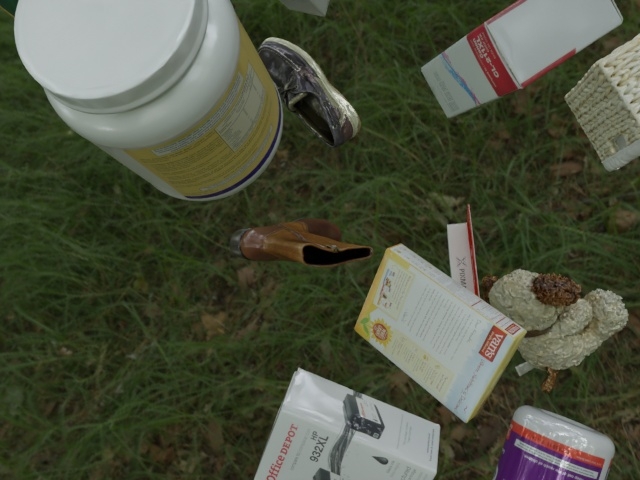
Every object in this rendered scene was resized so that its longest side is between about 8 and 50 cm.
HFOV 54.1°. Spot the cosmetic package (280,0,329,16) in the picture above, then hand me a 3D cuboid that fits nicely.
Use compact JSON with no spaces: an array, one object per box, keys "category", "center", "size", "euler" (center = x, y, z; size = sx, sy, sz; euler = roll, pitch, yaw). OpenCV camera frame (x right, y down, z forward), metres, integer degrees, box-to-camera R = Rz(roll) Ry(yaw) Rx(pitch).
[{"category":"cosmetic package","center":[-0.047,-0.489,1.099],"size":[0.085,0.231,0.118],"euler":[17,95,16]}]

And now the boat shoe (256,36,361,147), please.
[{"category":"boat shoe","center":[-0.037,-0.316,1.349],"size":[0.092,0.285,0.103],"euler":[-47,5,-40]}]

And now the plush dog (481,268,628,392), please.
[{"category":"plush dog","center":[0.420,0.149,1.224],"size":[0.262,0.225,0.211],"euler":[-11,38,55]}]

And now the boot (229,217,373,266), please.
[{"category":"boot","center":[0.000,0.000,1.200],"size":[0.280,0.264,0.096],"euler":[3,90,53]}]

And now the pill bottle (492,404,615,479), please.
[{"category":"pill bottle","center":[0.397,0.480,1.138],"size":[0.181,0.181,0.323],"euler":[17,85,40]}]

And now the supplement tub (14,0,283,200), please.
[{"category":"supplement tub","center":[-0.196,-0.203,0.802],"size":[0.240,0.331,0.241],"euler":[-2,77,9]}]

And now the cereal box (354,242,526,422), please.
[{"category":"cereal box","center":[0.175,0.140,0.971],"size":[0.240,0.047,0.173],"euler":[38,124,29]}]

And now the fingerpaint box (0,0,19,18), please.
[{"category":"fingerpaint box","center":[-0.505,-0.492,0.923],"size":[0.163,0.371,0.445],"euler":[-50,38,4]}]

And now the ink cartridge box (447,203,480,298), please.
[{"category":"ink cartridge box","center":[0.355,0.082,1.561],"size":[0.060,0.239,0.275],"euler":[-6,66,11]}]

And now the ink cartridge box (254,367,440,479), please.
[{"category":"ink cartridge box","center":[0.049,0.420,1.233],"size":[0.307,0.223,0.129],"euler":[22,31,2]}]

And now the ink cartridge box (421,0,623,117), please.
[{"category":"ink cartridge box","center":[0.198,-0.201,0.656],"size":[0.127,0.072,0.175],"euler":[-34,8,-8]}]

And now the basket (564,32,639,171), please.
[{"category":"basket","center":[0.875,-0.393,1.655],"size":[0.331,0.328,0.266],"euler":[-34,83,2]}]
